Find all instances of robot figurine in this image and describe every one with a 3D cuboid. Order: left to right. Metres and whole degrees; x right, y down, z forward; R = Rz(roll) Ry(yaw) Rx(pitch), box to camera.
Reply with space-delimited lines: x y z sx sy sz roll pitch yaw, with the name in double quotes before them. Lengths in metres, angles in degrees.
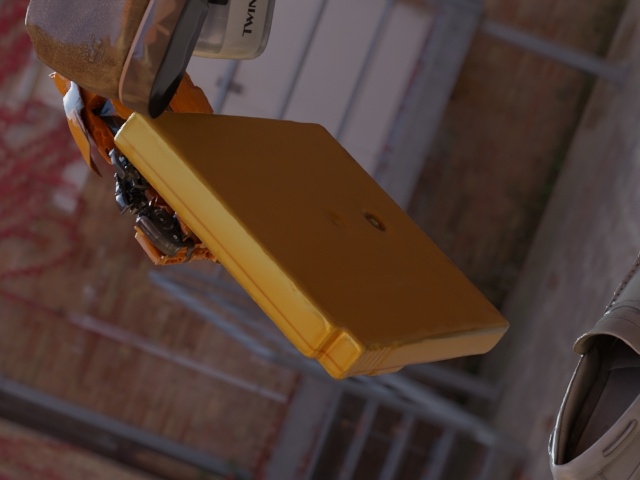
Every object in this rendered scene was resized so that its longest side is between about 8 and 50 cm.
"robot figurine" -0.168 -0.089 1.891 0.211 0.291 0.085 -6 -30 -46

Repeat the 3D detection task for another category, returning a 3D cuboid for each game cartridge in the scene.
"game cartridge" 0.000 0.000 1.546 0.052 0.285 0.324 -50 -21 21

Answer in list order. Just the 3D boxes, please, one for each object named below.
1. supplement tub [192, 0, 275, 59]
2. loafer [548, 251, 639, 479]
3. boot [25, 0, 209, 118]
"supplement tub" -0.119 -0.335 1.635 0.193 0.194 0.316 -74 -6 -81
"loafer" 0.290 0.106 1.610 0.112 0.111 0.319 -7 48 41
"boot" -0.109 -0.246 1.224 0.112 0.115 0.305 55 -122 -80
